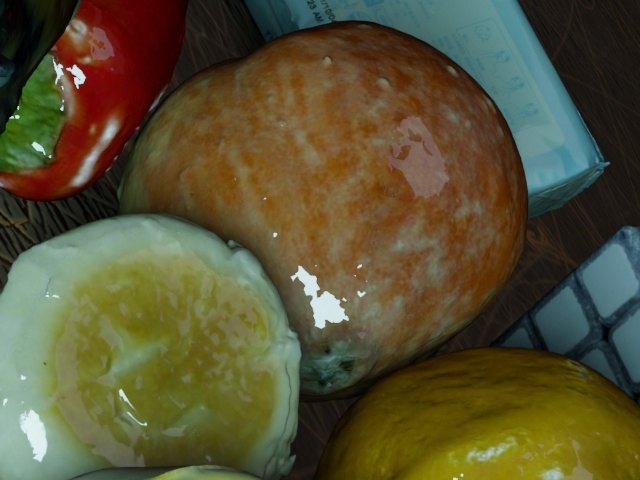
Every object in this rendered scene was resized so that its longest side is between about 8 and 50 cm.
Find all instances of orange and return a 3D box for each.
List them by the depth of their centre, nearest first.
[{"bbox_3d":[0.098,0.170,0.837,0.249,0.183,0.249,8,90,-69],"label":"orange"}]

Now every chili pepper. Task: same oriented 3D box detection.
[{"bbox_3d":[-0.136,-0.088,0.849,0.131,0.134,0.338,59,18,-26],"label":"chili pepper"}]

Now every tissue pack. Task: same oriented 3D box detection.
[{"bbox_3d":[0.068,-0.123,1.270,0.263,0.177,0.089,63,-21,18],"label":"tissue pack"}]

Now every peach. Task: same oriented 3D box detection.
[{"bbox_3d":[0.000,0.000,0.899,0.232,0.232,0.232,45,26,-28],"label":"peach"}]

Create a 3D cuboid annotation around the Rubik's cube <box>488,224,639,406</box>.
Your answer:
[{"bbox_3d":[0.232,0.151,1.082,0.237,0.238,0.237,3,51,-40],"label":"Rubik's cube"}]

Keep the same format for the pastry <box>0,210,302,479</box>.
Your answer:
[{"bbox_3d":[-0.082,0.067,0.757,0.165,0.088,0.166,6,76,-23],"label":"pastry"}]

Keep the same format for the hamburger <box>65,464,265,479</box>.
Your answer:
[{"bbox_3d":[-0.045,0.170,0.657,0.210,0.173,0.116,38,4,-40],"label":"hamburger"}]

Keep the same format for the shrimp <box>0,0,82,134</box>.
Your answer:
[{"bbox_3d":[-0.176,-0.156,0.608,0.272,0.085,0.445,48,10,-26],"label":"shrimp"}]
